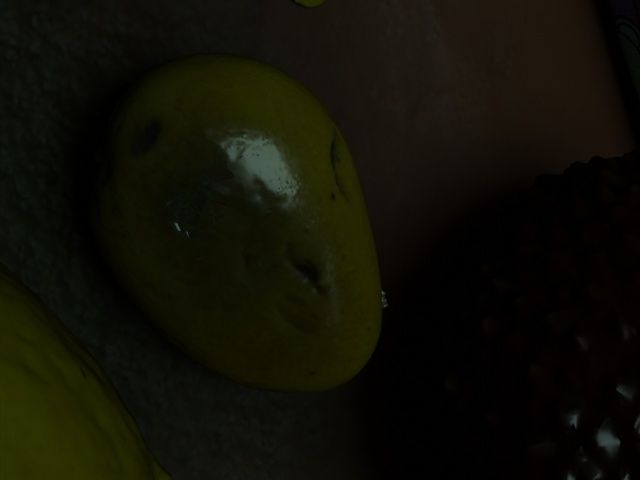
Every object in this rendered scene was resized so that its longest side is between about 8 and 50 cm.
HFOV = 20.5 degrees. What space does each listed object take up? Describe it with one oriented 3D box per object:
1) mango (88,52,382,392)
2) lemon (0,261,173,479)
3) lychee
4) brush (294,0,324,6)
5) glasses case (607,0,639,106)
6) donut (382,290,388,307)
[{"bbox_3d":[-0.035,-0.003,0.897,0.137,0.098,0.195,-37,108,3],"label":"mango"},{"bbox_3d":[-0.220,0.103,0.681,0.316,0.285,0.285,14,87,-24],"label":"lemon"},{"bbox_3d":[0.183,0.094,0.980,0.276,0.276,0.304,18,59,-36],"label":"lychee"},{"bbox_3d":[0.038,-0.215,0.997,0.083,0.011,0.205,41,72,-33],"label":"brush"},{"bbox_3d":[0.238,-0.161,1.107,0.123,0.076,0.316,-32,113,-29],"label":"glasses case"},{"bbox_3d":[0.000,0.000,0.963,0.038,0.067,0.083,-27,138,-5],"label":"donut"}]
